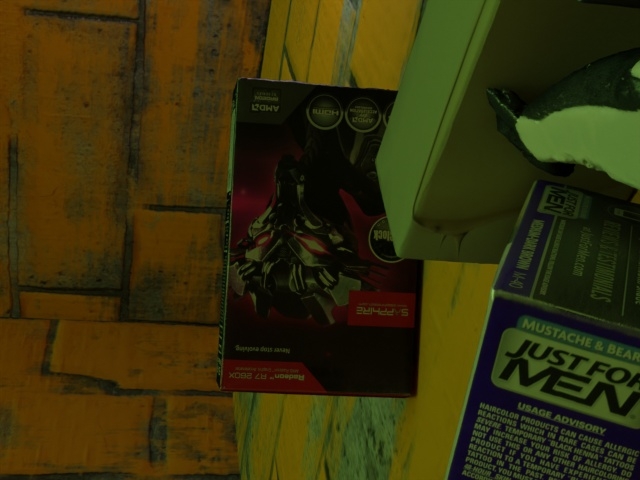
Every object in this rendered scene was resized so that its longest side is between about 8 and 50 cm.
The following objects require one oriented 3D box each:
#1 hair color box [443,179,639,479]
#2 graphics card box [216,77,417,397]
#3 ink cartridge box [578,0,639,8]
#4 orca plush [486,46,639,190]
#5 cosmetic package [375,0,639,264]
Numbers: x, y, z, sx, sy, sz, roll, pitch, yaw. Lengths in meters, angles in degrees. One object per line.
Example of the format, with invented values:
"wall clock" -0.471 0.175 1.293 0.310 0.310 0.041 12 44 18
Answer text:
"hair color box" 0.133 0.153 0.592 0.185 0.110 0.338 -48 -28 -61
"graphics card box" 0.000 0.000 1.123 0.094 0.233 0.370 164 110 -82
"ink cartridge box" 0.210 -0.139 0.332 0.333 0.165 0.065 158 114 -78
"orca plush" 0.217 -0.051 0.471 0.151 0.102 0.287 63 162 -11
"cosmetic package" 0.153 -0.124 0.617 0.309 0.160 0.113 104 163 -46
